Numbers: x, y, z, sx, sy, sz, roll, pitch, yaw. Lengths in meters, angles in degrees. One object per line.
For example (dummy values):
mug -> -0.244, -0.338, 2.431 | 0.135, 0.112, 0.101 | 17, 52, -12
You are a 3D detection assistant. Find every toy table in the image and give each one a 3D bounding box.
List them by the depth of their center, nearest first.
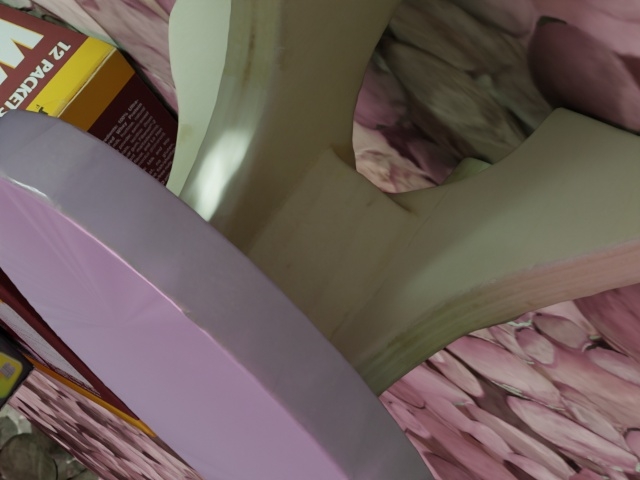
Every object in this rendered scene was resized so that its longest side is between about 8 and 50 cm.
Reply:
toy table -> 0.000, 0.000, 0.679 | 0.252, 0.161, 0.274 | 30, 163, 26

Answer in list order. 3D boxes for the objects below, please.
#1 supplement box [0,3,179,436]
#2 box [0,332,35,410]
supplement box -> -0.159, -0.022, 1.032 | 0.191, 0.129, 0.194 | 24, 160, 42
box -> -0.256, 0.010, 1.024 | 0.114, 0.036, 0.207 | 23, 159, 44
